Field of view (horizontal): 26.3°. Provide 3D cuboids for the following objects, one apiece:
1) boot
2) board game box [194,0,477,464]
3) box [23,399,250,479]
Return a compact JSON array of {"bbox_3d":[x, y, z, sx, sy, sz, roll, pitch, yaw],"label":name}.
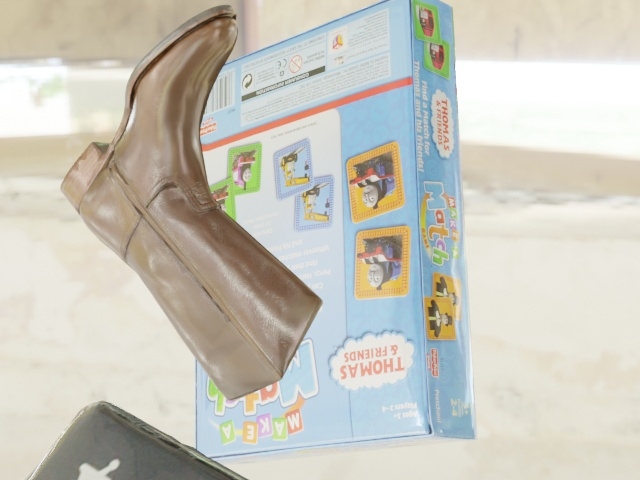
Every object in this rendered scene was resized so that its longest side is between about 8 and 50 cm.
[{"bbox_3d":[-0.031,-0.010,0.489,0.114,0.106,0.037,49,-149,17],"label":"boot"},{"bbox_3d":[0.000,0.000,0.684,0.160,0.211,0.039,-14,161,42],"label":"board game box"},{"bbox_3d":[0.052,0.224,0.311,0.296,0.294,0.182,19,-117,45],"label":"box"}]
